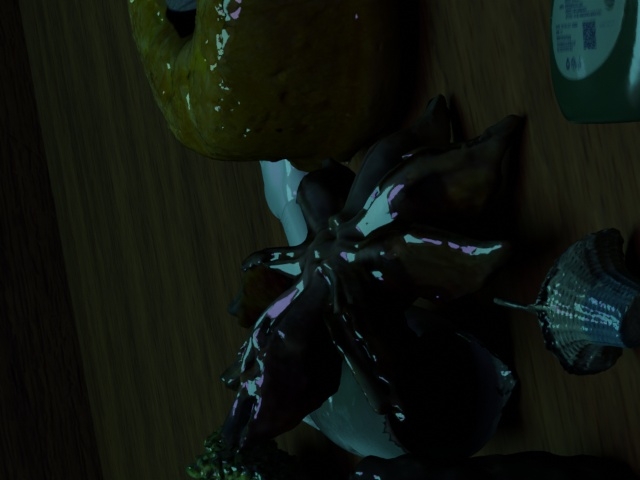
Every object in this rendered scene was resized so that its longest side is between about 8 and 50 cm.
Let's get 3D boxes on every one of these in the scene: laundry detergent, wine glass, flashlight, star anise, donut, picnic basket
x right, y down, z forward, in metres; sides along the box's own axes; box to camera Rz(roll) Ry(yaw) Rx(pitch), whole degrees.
[{"bbox_3d":[0.140,-0.162,0.779,0.137,0.063,0.210,-166,68,-78],"label":"laundry detergent"},{"bbox_3d":[0.046,0.096,1.116,0.204,0.111,0.111,-179,80,-69],"label":"wine glass"},{"bbox_3d":[0.000,0.000,1.321,0.093,0.048,0.200,110,144,-58],"label":"flashlight"},{"bbox_3d":[0.022,0.022,1.025,0.088,0.288,0.288,43,178,-26],"label":"star anise"},{"bbox_3d":[-0.048,-0.196,1.202,0.317,0.150,0.299,178,86,-72],"label":"donut"},{"bbox_3d":[0.142,0.031,0.872,0.083,0.065,0.083,26,129,49],"label":"picnic basket"}]

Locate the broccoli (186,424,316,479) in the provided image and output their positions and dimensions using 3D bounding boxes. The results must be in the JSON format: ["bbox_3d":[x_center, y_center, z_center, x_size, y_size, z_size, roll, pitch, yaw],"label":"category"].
[{"bbox_3d":[-0.150,0.290,1.449,0.221,0.361,0.252,77,-163,-73],"label":"broccoli"}]

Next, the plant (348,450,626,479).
[{"bbox_3d":[0.028,0.224,0.899,0.194,0.321,0.181,104,152,-48],"label":"plant"}]
